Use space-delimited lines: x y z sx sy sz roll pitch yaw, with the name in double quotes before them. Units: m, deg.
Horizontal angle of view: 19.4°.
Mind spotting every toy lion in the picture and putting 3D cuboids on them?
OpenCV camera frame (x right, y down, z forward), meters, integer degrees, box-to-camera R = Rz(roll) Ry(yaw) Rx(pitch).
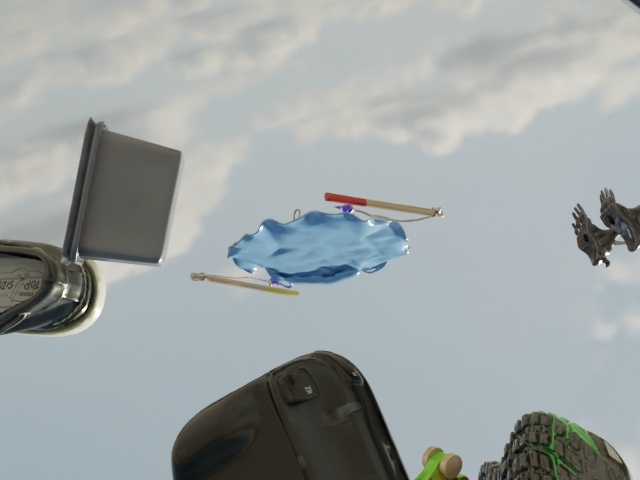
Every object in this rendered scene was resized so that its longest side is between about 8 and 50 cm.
"toy lion" 0.106 0.247 1.727 0.100 0.096 0.034 -35 -150 -31

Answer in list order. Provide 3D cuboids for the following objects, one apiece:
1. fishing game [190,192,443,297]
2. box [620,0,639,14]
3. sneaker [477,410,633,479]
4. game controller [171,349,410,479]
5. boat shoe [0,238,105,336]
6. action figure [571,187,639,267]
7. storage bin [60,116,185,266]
"fishing game" 0.000 0.000 1.888 0.189 0.041 0.264 8 156 -30
"box" 0.275 -0.318 1.368 0.295 0.293 0.073 -54 -176 5
"sneaker" 0.237 0.241 1.739 0.146 0.134 0.343 6 166 -4
"game controller" 0.006 0.239 1.271 0.166 0.319 0.067 -33 158 28
"boat shoe" -0.393 0.054 1.875 0.340 0.127 0.113 1 170 17
"action figure" 0.455 -0.036 2.260 0.276 0.141 0.164 -2 157 -19
"storage bin" -0.178 -0.035 1.716 0.091 0.135 0.098 12 175 -1
